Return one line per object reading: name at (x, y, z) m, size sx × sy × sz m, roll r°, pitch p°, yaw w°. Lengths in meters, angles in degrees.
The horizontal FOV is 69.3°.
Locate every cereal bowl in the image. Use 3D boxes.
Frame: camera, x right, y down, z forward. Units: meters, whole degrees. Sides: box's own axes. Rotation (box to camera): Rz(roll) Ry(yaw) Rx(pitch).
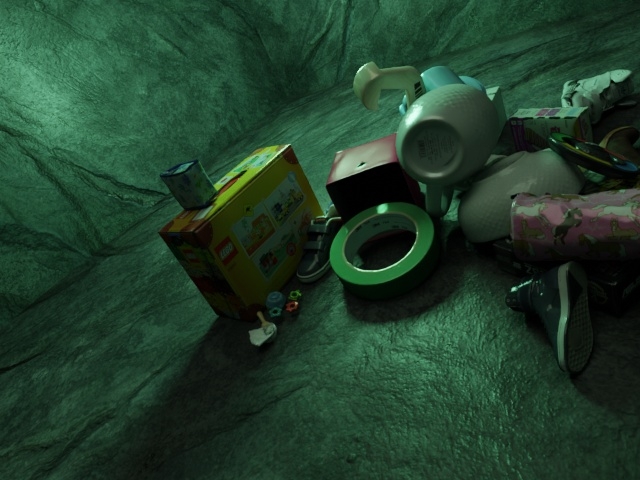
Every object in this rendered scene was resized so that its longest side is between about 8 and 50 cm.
cereal bowl at (0.518, -0.142, 1.262) m, size 0.339 × 0.141 × 0.339 m, roll -33°, pitch 5°, yaw 4°

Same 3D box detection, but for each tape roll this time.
tape roll at (0.187, 0.025, 1.377) m, size 0.322 × 0.077 × 0.321 m, roll -17°, pitch 42°, yaw 16°

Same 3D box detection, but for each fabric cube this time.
fabric cube at (0.194, -0.183, 1.591) m, size 0.254 × 0.259 × 0.258 m, roll -16°, pitch 30°, yaw 21°

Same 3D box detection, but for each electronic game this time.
electronic game at (0.684, -0.219, 1.168) m, size 0.230 × 0.048 × 0.229 m, roll 14°, pitch 30°, yaw -8°

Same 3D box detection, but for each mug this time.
mug at (0.358, -0.249, 1.351) m, size 0.277 × 0.373 × 0.328 m, roll 8°, pitch 25°, yaw 23°

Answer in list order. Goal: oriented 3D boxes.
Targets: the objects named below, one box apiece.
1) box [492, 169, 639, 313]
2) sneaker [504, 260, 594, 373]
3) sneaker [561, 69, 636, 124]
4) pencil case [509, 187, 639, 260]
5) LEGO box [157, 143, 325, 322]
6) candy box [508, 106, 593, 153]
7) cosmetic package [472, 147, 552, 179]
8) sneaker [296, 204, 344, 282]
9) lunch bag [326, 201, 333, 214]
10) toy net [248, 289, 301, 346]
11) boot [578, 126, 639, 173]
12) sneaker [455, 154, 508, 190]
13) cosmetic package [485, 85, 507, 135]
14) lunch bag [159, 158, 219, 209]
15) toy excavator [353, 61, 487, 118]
box at (0.675, -0.024, 1.103) m, size 0.395 × 0.097 × 0.318 m, roll -34°, pitch 26°, yaw -14°
sneaker at (0.471, 0.168, 0.972) m, size 0.163 × 0.086 × 0.226 m, roll -29°, pitch 43°, yaw 57°
sneaker at (0.954, -0.483, 1.587) m, size 0.210 × 0.137 × 0.365 m, roll -9°, pitch 30°, yaw 34°
pencil case at (0.591, -0.038, 0.933) m, size 0.387 × 0.160 × 0.167 m, roll -2°, pitch 70°, yaw 39°
LEGO box at (-0.224, -0.035, 1.571) m, size 0.193 × 0.372 × 0.500 m, roll 1°, pitch 38°, yaw 41°
candy box at (0.750, -0.347, 1.510) m, size 0.071 × 0.159 × 0.234 m, roll -41°, pitch 31°, yaw -22°
cosmetic package at (0.606, -0.198, 1.448) m, size 0.239 × 0.098 × 0.060 m, roll -17°, pitch 27°, yaw 16°
sneaker at (0.000, 0.000, 1.590) m, size 0.126 × 0.127 × 0.321 m, roll -1°, pitch 39°, yaw 36°
lunch bag at (0.069, -0.110, 1.772) m, size 0.065 × 0.067 × 0.098 m, roll -10°, pitch 33°, yaw 28°
toy net at (-0.136, 0.239, 1.396) m, size 0.122 × 0.045 × 0.232 m, roll 3°, pitch 40°, yaw 15°
boot at (0.878, -0.222, 1.308) m, size 0.249 × 0.090 × 0.207 m, roll -31°, pitch 41°, yaw -11°
sneaker at (0.528, -0.239, 1.607) m, size 0.233 × 0.090 × 0.115 m, roll -15°, pitch 23°, yaw 2°
cosmetic package at (0.640, -0.497, 1.855) m, size 0.152 × 0.151 × 0.183 m, roll -4°, pitch 36°, yaw 36°
lunch bag at (-0.408, -0.166, 1.415) m, size 0.151 × 0.128 × 0.096 m, roll -9°, pitch 32°, yaw 35°
toy excavator at (0.353, -0.487, 1.578) m, size 0.433 × 0.445 × 0.222 m, roll -28°, pitch 55°, yaw 3°
